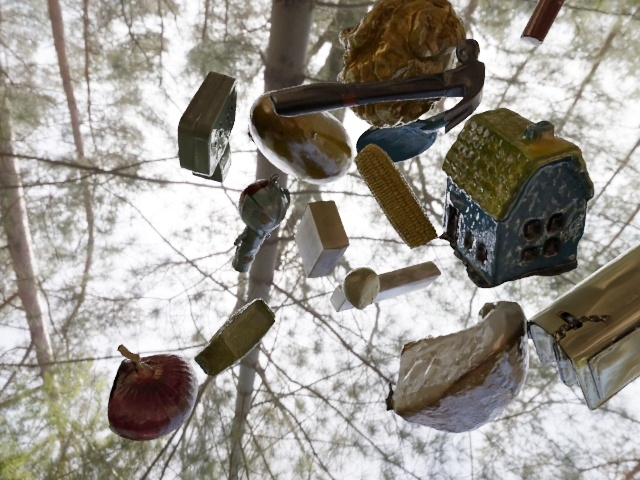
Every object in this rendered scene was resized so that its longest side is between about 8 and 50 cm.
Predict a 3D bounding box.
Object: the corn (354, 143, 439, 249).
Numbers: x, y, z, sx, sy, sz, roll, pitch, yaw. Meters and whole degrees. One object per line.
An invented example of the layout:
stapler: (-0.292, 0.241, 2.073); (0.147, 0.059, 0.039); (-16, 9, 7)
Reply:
corn: (0.160, -0.094, 0.969); (0.081, 0.081, 0.248); (-30, -93, -43)

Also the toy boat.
toy boat: (-0.226, 0.266, 1.277); (0.111, 0.084, 0.276); (51, -130, -1)

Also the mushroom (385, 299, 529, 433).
mushroom: (0.403, 0.324, 1.103); (0.313, 0.397, 0.224); (28, -137, -14)

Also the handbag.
handbag: (0.608, 0.139, 0.893); (0.358, 0.237, 0.160); (-35, -141, 1)

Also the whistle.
whistle: (-0.182, -0.049, 1.283); (0.133, 0.346, 0.142); (32, -145, 6)

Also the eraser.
eraser: (0.245, 0.178, 1.731); (0.396, 0.213, 0.082); (-13, -112, -15)

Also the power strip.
power strip: (-0.305, -0.273, 1.160); (0.141, 0.261, 0.229); (16, -125, -2)

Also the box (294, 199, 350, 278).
box: (0.000, 0.000, 1.410); (0.095, 0.212, 0.168); (-7, -116, -20)

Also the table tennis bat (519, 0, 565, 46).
table tennis bat: (0.421, -0.475, 0.728); (0.038, 0.310, 0.200); (21, -166, -17)

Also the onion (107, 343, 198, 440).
onion: (-0.497, 0.473, 1.369); (0.230, 0.272, 0.256); (6, -113, -8)

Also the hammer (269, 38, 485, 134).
hammer: (0.072, -0.196, 0.607); (0.289, 0.037, 0.137); (-4, -121, 12)

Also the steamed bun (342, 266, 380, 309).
steamed bun: (0.116, 0.139, 1.358); (0.112, 0.130, 0.091); (-29, -141, -35)

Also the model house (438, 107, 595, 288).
model house: (0.368, -0.098, 0.857); (0.215, 0.303, 0.237); (-11, -145, -6)

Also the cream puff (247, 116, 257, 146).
cream puff: (-0.166, -0.448, 1.724); (0.240, 0.164, 0.240); (0, -106, 2)

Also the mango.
mango: (-0.057, -0.292, 1.299); (0.301, 0.220, 0.445); (35, -171, 13)

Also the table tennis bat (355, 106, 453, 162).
table tennis bat: (0.244, -0.291, 1.260); (0.215, 0.329, 0.044); (15, -113, -40)

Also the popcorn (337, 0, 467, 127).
popcorn: (0.139, -0.322, 0.801); (0.250, 0.250, 0.190); (-20, -139, -37)
